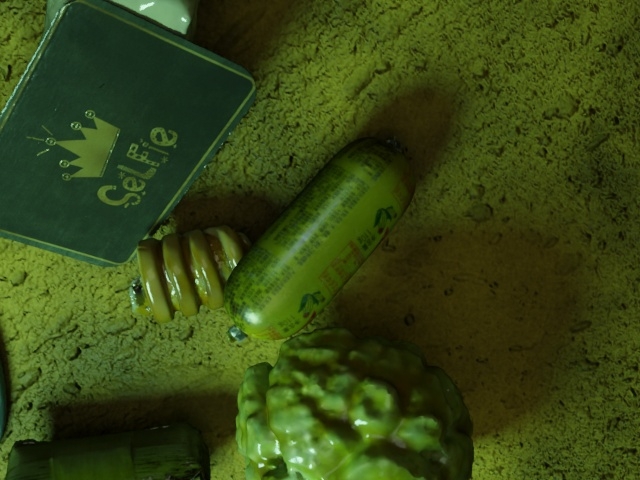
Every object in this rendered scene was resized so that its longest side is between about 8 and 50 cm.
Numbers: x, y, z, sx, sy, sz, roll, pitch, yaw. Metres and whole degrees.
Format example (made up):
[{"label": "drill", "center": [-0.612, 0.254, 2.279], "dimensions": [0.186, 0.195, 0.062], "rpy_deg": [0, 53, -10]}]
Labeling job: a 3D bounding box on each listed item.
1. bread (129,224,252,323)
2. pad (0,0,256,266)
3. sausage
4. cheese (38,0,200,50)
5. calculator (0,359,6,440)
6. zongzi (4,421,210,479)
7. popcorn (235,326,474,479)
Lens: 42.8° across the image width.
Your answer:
[{"label": "bread", "center": [-0.170, 0.044, 1.087], "dimensions": [0.177, 0.084, 0.119], "rpy_deg": [-14, 119, -9]}, {"label": "pad", "center": [-0.230, -0.076, 0.980], "dimensions": [0.315, 0.063, 0.375], "rpy_deg": [19, 129, -33]}, {"label": "sausage", "center": [0.000, 0.000, 1.050], "dimensions": [0.123, 0.123, 0.347], "rpy_deg": [43, 79, -11]}, {"label": "cheese", "center": [-0.239, -0.279, 0.997], "dimensions": [0.174, 0.251, 0.248], "rpy_deg": [13, 138, -20]}, {"label": "calculator", "center": [-0.534, 0.189, 1.123], "dimensions": [0.186, 0.041, 0.298], "rpy_deg": [-6, 104, -3]}, {"label": "zongzi", "center": [-0.284, 0.404, 1.159], "dimensions": [0.274, 0.145, 0.300], "rpy_deg": [-7, 120, -8]}, {"label": "popcorn", "center": [0.058, 0.250, 1.058], "dimensions": [0.336, 0.274, 0.279], "rpy_deg": [6, 129, -8]}]
